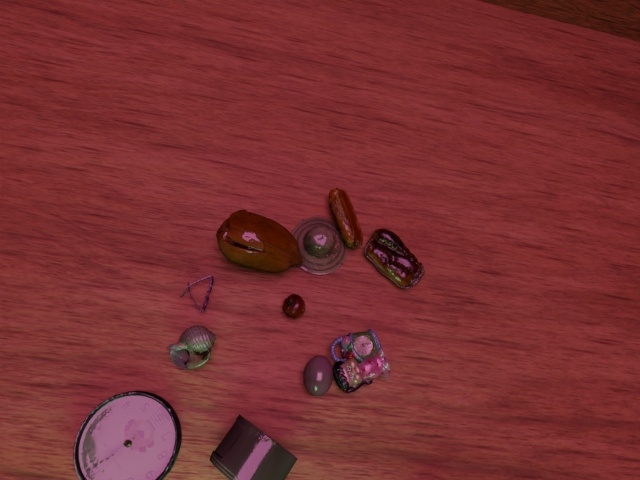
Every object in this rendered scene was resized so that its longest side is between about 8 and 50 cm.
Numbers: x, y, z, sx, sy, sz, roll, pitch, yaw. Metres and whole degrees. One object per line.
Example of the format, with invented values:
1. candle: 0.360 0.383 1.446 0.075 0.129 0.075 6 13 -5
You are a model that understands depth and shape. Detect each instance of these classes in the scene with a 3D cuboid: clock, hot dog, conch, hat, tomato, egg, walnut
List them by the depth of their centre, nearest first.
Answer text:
1. clock: -0.593 0.625 1.315 0.312 0.061 0.313 4 67 -10
2. conch: -0.422 0.358 1.435 0.153 0.102 0.135 -23 84 15
3. egg: -0.008 0.466 1.471 0.103 0.103 0.135 12 62 -6
4. clock: 0.128 0.428 1.520 0.195 0.100 0.194 -16 68 -19
5. tomato: -0.093 0.243 1.558 0.075 0.087 0.087 42 57 -41
6. walnut: -0.214 0.015 1.567 0.336 0.209 0.209 24 65 -15
7. hat: 0.000 0.000 1.658 0.251 0.110 0.252 4 68 -10
8. hot dog: 0.296 0.070 1.705 0.270 0.082 0.162 45 69 7
9. hot dog: 0.099 -0.093 1.720 0.072 0.115 0.269 -26 67 24

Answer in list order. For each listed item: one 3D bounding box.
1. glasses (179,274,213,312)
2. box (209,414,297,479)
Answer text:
1. glasses: -0.447 0.181 1.522 0.103 0.063 0.140 14 65 -4
2. box: -0.203 0.659 1.288 0.226 0.226 0.149 36 66 4
